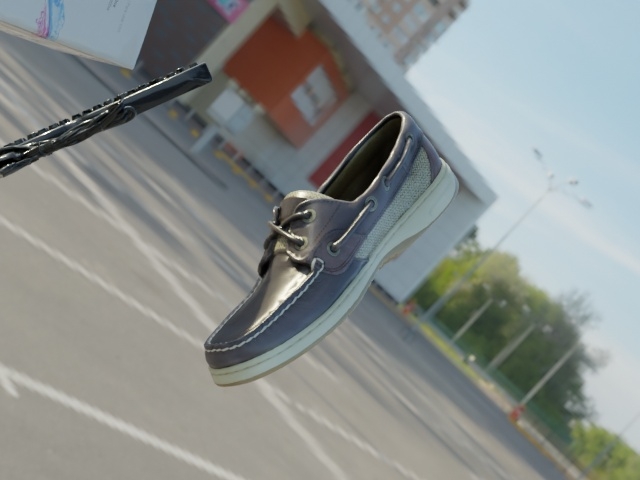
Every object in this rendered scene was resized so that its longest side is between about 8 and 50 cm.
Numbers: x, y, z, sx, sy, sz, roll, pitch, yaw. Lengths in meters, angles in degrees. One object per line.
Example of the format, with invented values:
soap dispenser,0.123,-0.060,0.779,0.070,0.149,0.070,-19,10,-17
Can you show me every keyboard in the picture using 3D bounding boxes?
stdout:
keyboard,-0.268,-0.126,1.301,0.201,0.317,0.033,-123,-172,-78

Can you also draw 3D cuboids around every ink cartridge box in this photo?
ink cartridge box,-0.261,-0.222,0.971,0.212,0.093,0.154,15,5,-43

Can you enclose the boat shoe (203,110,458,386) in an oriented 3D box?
boat shoe,0.000,0.000,0.929,0.103,0.285,0.092,-5,-58,53
